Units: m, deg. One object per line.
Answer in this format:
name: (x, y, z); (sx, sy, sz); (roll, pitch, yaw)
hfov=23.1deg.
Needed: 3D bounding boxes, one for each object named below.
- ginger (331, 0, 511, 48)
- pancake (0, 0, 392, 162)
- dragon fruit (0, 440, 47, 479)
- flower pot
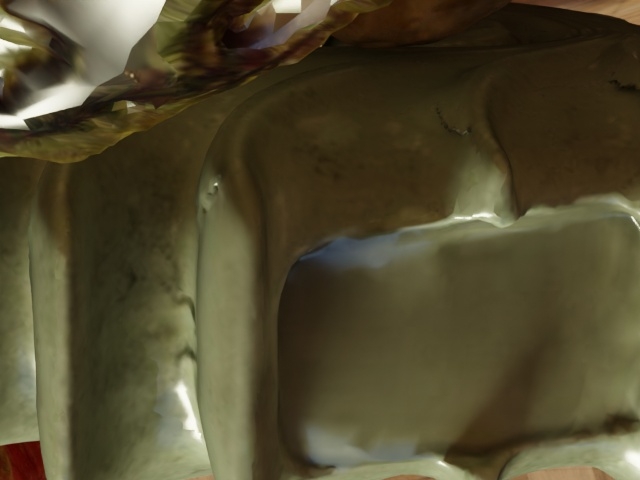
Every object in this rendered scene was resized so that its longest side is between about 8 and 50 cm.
ginger: (-0.011, -0.117, 0.435); (0.149, 0.065, 0.258); (-28, 156, 33)
pancake: (-0.142, -0.094, 0.292); (0.426, 0.067, 0.305); (-18, 147, 30)
dragon fruit: (-0.306, 0.170, 1.142); (0.296, 0.314, 0.263); (-46, 174, 22)
flower pot: (0.000, 0.000, 0.606); (0.367, 0.165, 0.254); (-6, -158, -16)
